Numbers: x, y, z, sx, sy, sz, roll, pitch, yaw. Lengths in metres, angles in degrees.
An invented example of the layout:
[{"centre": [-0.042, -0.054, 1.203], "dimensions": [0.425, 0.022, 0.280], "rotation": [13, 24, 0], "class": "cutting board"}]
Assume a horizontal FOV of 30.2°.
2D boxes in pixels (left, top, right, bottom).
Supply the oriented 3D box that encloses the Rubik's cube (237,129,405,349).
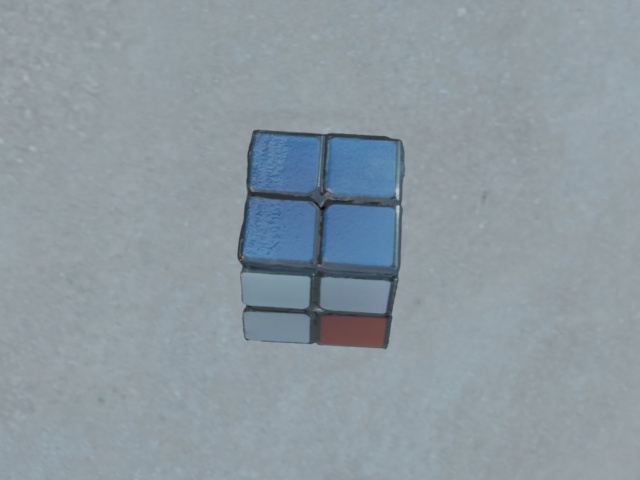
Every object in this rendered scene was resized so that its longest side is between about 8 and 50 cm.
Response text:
[{"centre": [0.001, 0.000, 1.293], "dimensions": [0.180, 0.167, 0.183], "rotation": [92, 2, -57], "class": "Rubik's cube"}]
